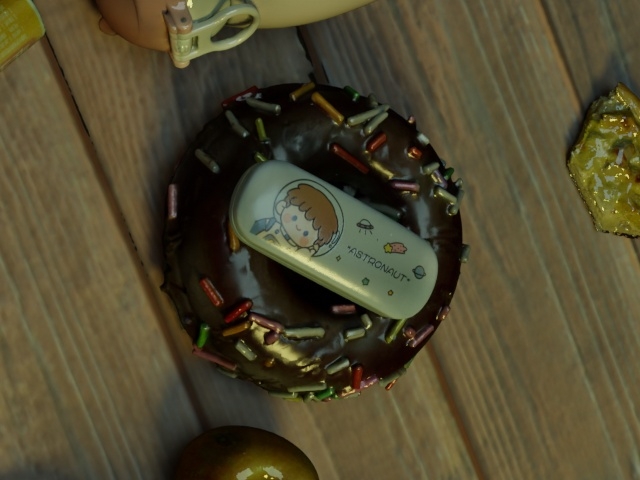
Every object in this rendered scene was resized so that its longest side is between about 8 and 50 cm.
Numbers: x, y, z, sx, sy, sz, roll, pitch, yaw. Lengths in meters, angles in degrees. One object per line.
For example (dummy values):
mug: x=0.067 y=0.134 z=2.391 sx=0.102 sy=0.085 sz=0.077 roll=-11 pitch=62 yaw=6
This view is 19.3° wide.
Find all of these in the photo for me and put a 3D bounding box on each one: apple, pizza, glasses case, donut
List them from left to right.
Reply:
apple: x=-0.055 y=0.193 z=1.464 sx=0.114 sy=0.102 sz=0.099 roll=47 pitch=71 yaw=-17
donut: x=0.000 y=0.000 z=1.501 sx=0.270 sy=0.103 sz=0.269 roll=1 pitch=89 yaw=-29
glasses case: x=0.011 y=0.000 z=1.425 sx=0.178 sy=0.045 sz=0.067 roll=29 pitch=78 yaw=-23
pizza: x=0.277 y=-0.059 z=1.678 sx=0.099 sy=0.036 sz=0.160 roll=-30 pitch=101 yaw=-24

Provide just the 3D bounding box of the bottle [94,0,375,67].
bottle: x=-0.069 y=-0.222 z=1.457 sx=0.236 sy=0.147 sz=0.147 roll=-22 pitch=98 yaw=-17

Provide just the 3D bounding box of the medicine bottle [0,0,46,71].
medicine bottle: x=-0.299 y=-0.109 z=1.371 sx=0.218 sy=0.074 sz=0.074 roll=-44 pitch=107 yaw=-23
